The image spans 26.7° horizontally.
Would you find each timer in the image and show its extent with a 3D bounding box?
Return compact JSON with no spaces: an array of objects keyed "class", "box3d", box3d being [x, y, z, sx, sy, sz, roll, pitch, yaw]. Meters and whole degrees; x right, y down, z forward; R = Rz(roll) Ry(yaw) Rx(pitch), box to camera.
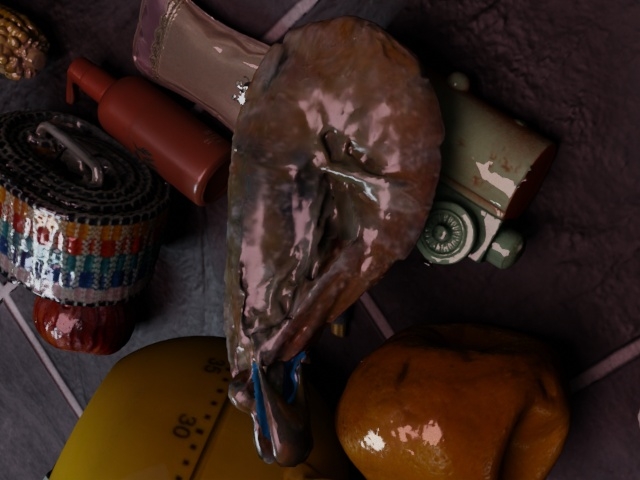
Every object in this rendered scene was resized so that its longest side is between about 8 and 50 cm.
[{"class":"timer","box3d":[-0.097,0.294,1.504,0.387,0.376,0.376,26,120,0]}]

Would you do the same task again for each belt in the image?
[{"class":"belt","box3d":[-0.307,-0.060,1.604,0.295,0.206,0.160,40,128,34]}]

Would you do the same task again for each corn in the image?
[{"class":"corn","box3d":[-0.457,-0.278,1.703,0.288,0.086,0.086,25,117,26]}]

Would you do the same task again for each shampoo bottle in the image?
[{"class":"shampoo bottle","box3d":[-0.203,-0.137,1.585,0.244,0.085,0.085,36,121,20]}]

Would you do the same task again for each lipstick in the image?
[{"class":"lipstick","box3d":[0.021,0.060,1.528,0.037,0.037,0.116,17,117,28]}]

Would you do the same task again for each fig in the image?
[{"class":"fig","box3d":[-0.281,0.081,1.689,0.150,0.128,0.128,-43,77,-6]}]

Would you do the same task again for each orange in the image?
[{"class":"orange","box3d":[0.128,0.184,1.370,0.249,0.249,0.183,6,97,32]}]

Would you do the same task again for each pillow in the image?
[{"class":"pillow","box3d":[-0.124,-0.199,1.538,0.232,0.038,0.131,36,126,18]}]

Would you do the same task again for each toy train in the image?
[{"class":"toy train","box3d":[0.106,-0.093,1.388,0.285,0.116,0.177,34,108,21]}]

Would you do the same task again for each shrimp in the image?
[{"class":"shrimp","box3d":[0.000,0.000,1.328,0.221,0.110,0.446,10,90,22]}]

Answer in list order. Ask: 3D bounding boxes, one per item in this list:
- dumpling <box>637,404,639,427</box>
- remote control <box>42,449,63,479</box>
[{"class":"dumpling","box3d":[0.482,0.167,1.190,0.341,0.181,0.260,-31,110,7]},{"class":"remote control","box3d":[-0.311,0.318,1.821,0.256,0.045,0.097,-41,80,38]}]
